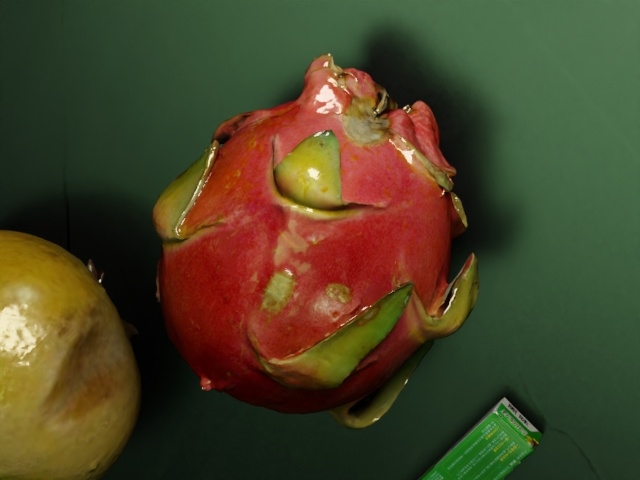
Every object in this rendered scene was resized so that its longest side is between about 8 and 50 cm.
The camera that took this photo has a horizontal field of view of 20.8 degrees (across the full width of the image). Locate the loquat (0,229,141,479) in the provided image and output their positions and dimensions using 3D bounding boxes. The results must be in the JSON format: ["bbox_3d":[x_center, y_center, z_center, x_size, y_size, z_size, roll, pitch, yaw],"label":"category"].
[{"bbox_3d":[-0.225,0.095,1.275,0.213,0.213,0.213,4,106,15],"label":"loquat"}]

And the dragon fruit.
[{"bbox_3d":[-0.002,0.005,1.187,0.224,0.224,0.227,44,110,1],"label":"dragon fruit"}]

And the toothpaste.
[{"bbox_3d":[0.088,0.192,1.295,0.043,0.037,0.178,45,111,5],"label":"toothpaste"}]
